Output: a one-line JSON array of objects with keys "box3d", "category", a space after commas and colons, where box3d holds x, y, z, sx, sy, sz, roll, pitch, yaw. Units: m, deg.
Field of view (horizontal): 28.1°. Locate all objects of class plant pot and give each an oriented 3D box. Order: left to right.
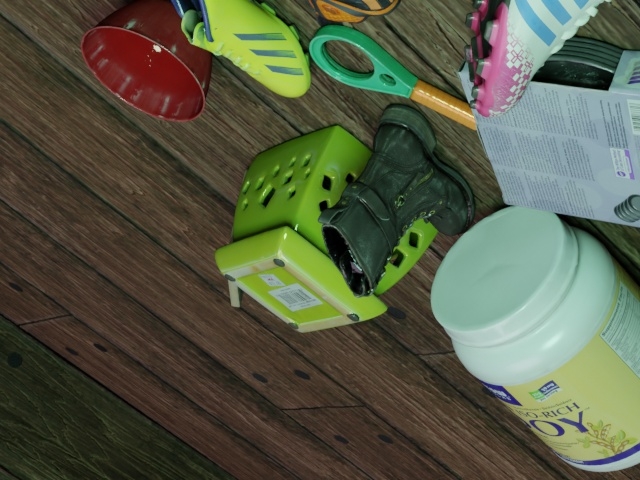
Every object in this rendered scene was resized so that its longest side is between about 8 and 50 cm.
[{"box3d": [0.000, 0.000, 1.813, 0.227, 0.207, 0.228, 39, 151, -22], "category": "plant pot"}]

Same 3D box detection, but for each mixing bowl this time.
[{"box3d": [-0.211, -0.251, 1.672, 0.181, 0.098, 0.181, 21, 154, 11], "category": "mixing bowl"}]

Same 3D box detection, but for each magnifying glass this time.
[{"box3d": [0.092, -0.196, 1.570, 0.231, 0.026, 0.092, 25, 154, 3], "category": "magnifying glass"}]

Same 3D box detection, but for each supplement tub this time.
[{"box3d": [0.325, 0.130, 1.703, 0.241, 0.241, 0.331, -6, 139, 49], "category": "supplement tub"}]

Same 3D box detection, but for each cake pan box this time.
[{"box3d": [0.303, -0.120, 1.462, 0.245, 0.070, 0.267, 9, 149, 29], "category": "cake pan box"}]

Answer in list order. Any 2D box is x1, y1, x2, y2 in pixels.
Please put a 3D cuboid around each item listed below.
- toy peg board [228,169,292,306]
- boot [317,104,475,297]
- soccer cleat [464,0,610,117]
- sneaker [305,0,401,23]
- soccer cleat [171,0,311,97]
[{"box3d": [-0.089, 0.002, 1.972, 0.079, 0.161, 0.161, 8, 152, 4], "category": "toy peg board"}, {"box3d": [0.092, -0.022, 1.655, 0.091, 0.229, 0.263, 5, 147, 37], "category": "boot"}, {"box3d": [0.226, -0.233, 1.249, 0.143, 0.116, 0.331, 1, 147, -3], "category": "soccer cleat"}, {"box3d": [-0.048, -0.319, 1.364, 0.321, 0.124, 0.180, 39, -176, 25], "category": "sneaker"}, {"box3d": [-0.115, -0.258, 1.540, 0.093, 0.121, 0.289, 2, 145, 40], "category": "soccer cleat"}]
